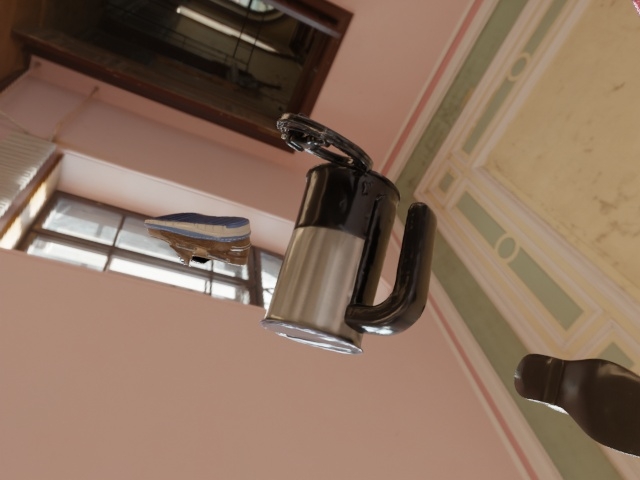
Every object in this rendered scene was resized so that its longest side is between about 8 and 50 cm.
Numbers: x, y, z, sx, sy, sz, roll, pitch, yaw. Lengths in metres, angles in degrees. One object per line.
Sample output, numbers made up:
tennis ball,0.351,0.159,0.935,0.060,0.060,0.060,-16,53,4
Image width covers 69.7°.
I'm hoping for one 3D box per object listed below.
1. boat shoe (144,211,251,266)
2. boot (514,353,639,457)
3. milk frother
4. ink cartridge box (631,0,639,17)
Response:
boat shoe,-0.170,0.001,0.617,0.183,0.066,0.066,7,-73,36
boot,0.434,0.244,0.694,0.305,0.115,0.112,168,-56,-81
milk frother,0.000,0.000,0.338,0.129,0.143,0.135,-13,-124,53
ink cartridge box,0.393,-0.236,0.459,0.099,0.135,0.056,-11,-124,51
